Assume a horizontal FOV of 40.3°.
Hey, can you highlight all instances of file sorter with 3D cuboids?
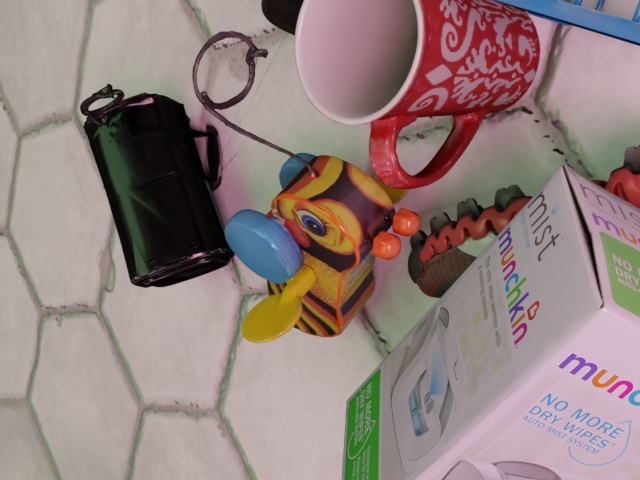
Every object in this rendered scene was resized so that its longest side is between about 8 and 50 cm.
[{"bbox_3d":[0.203,-0.181,0.560,0.170,0.118,0.104,30,111,37],"label":"file sorter"}]

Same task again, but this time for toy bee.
[{"bbox_3d":[0.000,0.000,0.698,0.162,0.298,0.195,27,81,30],"label":"toy bee"}]

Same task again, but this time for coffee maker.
[{"bbox_3d":[-0.173,-0.046,0.891,0.120,0.171,0.178,-25,79,25],"label":"coffee maker"}]

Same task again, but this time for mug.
[{"bbox_3d":[0.074,-0.125,0.649,0.113,0.169,0.150,34,118,35],"label":"mug"}]

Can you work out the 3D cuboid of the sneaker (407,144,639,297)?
[{"bbox_3d":[0.178,0.021,0.617,0.276,0.097,0.135,-17,81,42],"label":"sneaker"}]

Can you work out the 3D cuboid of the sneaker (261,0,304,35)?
[{"bbox_3d":[0.040,-0.285,0.699,0.295,0.124,0.178,-21,51,67],"label":"sneaker"}]

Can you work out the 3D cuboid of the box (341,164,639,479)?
[{"bbox_3d":[0.180,0.121,0.515,0.231,0.262,0.127,-52,19,34],"label":"box"}]
